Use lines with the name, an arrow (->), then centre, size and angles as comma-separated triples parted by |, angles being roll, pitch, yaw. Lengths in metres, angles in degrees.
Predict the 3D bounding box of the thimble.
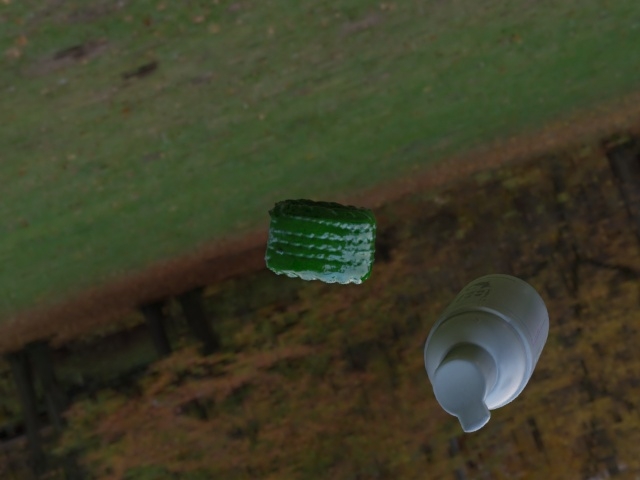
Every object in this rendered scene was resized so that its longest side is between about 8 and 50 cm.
thimble -> 0.000, 0.000, 1.457 | 0.130, 0.090, 0.118 | 6, -172, -2

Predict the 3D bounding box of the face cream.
face cream -> 0.212, 0.147, 1.629 | 0.145, 0.145, 0.370 | -20, -177, 18
